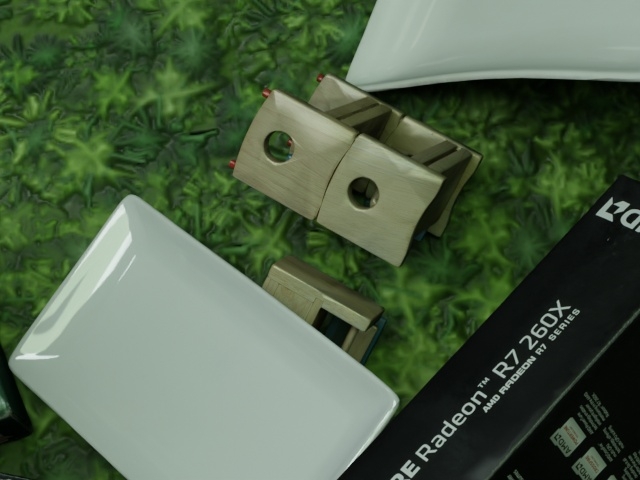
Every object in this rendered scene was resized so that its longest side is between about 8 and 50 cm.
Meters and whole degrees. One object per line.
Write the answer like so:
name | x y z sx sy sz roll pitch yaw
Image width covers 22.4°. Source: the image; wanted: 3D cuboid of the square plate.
square plate | 0.184 -0.245 1.051 0.049 0.347 0.344 29 78 -30

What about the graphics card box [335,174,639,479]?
graphics card box | 0.131 0.170 0.958 0.371 0.233 0.094 -46 38 -9

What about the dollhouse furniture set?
dollhouse furniture set | 0.000 0.000 1.083 0.129 0.129 0.184 30 107 10

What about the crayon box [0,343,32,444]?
crayon box | -0.348 0.020 1.087 0.202 0.081 0.318 -24 74 -5

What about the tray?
tray | -0.077 0.090 1.011 0.270 0.030 0.145 35 88 37

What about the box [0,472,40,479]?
box | -0.158 0.288 0.995 0.184 0.103 0.261 11 74 7
